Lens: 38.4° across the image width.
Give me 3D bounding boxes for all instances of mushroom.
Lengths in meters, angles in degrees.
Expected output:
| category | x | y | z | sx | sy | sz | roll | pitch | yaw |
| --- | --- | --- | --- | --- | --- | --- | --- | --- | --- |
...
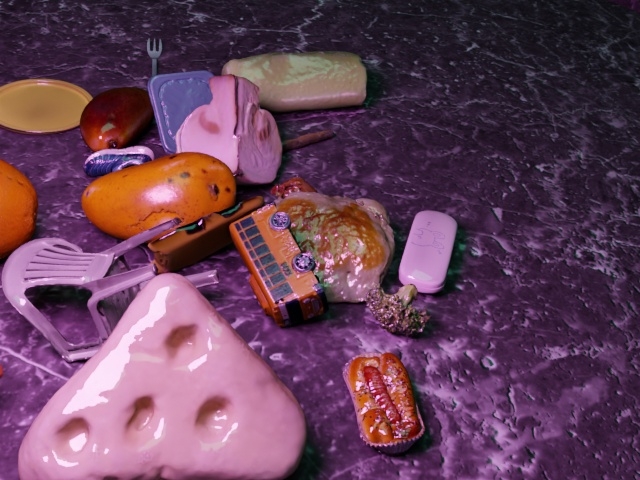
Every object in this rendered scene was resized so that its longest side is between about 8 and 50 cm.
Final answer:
| category | x | y | z | sx | sy | sz | roll | pitch | yaw |
| --- | --- | --- | --- | --- | --- | --- | --- | --- | --- |
| mushroom | -0.188 | -0.205 | 1.906 | 0.162 | 0.173 | 0.236 | -10 | 71 | 24 |

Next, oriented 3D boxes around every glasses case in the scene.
| category | x | y | z | sx | sy | sz | roll | pitch | yaw |
| --- | --- | --- | --- | --- | --- | --- | --- | --- | --- |
| glasses case | 0.207 | 0.018 | 1.756 | 0.092 | 0.059 | 0.233 | 16 | 38 | 7 |

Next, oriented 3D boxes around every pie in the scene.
| category | x | y | z | sx | sy | sz | roll | pitch | yaw |
| --- | --- | --- | --- | --- | --- | --- | --- | --- | --- |
| pie | -0.001 | 0.007 | 1.710 | 0.274 | 0.105 | 0.257 | 18 | 52 | 16 |

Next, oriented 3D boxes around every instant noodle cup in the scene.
| category | x | y | z | sx | sy | sz | roll | pitch | yaw |
| --- | --- | --- | --- | --- | --- | --- | --- | --- | --- |
| instant noodle cup | -0.286 | -0.266 | 1.965 | 0.157 | 0.070 | 0.179 | -12 | 83 | -27 |

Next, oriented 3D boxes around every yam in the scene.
| category | x | y | z | sx | sy | sz | roll | pitch | yaw |
| --- | --- | --- | --- | --- | --- | --- | --- | --- | --- |
| yam | -0.063 | -0.211 | 2.026 | 0.234 | 0.027 | 0.029 | -22 | 37 | -34 |

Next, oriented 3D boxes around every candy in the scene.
| category | x | y | z | sx | sy | sz | roll | pitch | yaw |
| --- | --- | --- | --- | --- | --- | --- | --- | --- | --- |
| candy | -0.058 | -0.366 | 2.161 | 0.343 | 0.132 | 0.142 | -4 | 81 | -14 |

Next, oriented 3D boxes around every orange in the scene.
| category | x | y | z | sx | sy | sz | roll | pitch | yaw |
| --- | --- | --- | --- | --- | --- | --- | --- | --- | --- |
| orange | -0.588 | -0.054 | 1.578 | 0.206 | 0.206 | 0.206 | 6 | 37 | -4 |

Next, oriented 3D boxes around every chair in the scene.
| category | x | y | z | sx | sy | sz | roll | pitch | yaw |
| --- | --- | --- | --- | --- | --- | --- | --- | --- | --- |
| chair | -0.338 | 0.072 | 1.475 | 0.274 | 0.190 | 0.203 | -14 | 32 | 17 |

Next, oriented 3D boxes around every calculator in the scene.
| category | x | y | z | sx | sy | sz | roll | pitch | yaw |
| --- | --- | --- | --- | --- | --- | --- | --- | --- | --- |
| calculator | -0.194 | -0.010 | 1.627 | 0.236 | 0.157 | 0.033 | -27 | 75 | -19 |

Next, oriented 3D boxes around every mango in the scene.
| category | x | y | z | sx | sy | sz | roll | pitch | yaw |
| --- | --- | --- | --- | --- | --- | --- | --- | --- | --- |
| mango | -0.299 | -0.074 | 1.680 | 0.290 | 0.160 | 0.191 | -6 | 22 | 5 |
| mango | -0.430 | -0.263 | 1.950 | 0.133 | 0.111 | 0.267 | -1 | 28 | 13 |

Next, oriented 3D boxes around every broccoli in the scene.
| category | x | y | z | sx | sy | sz | roll | pitch | yaw |
| --- | --- | --- | --- | --- | --- | --- | --- | --- | --- |
| broccoli | 0.132 | 0.114 | 1.588 | 0.097 | 0.095 | 0.092 | 16 | 65 | 40 |

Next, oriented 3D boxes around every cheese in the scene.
| category | x | y | z | sx | sy | sz | roll | pitch | yaw |
| --- | --- | --- | --- | --- | --- | --- | --- | --- | --- |
| cheese | -0.200 | 0.266 | 1.276 | 0.328 | 0.129 | 0.351 | 38 | 71 | -2 |

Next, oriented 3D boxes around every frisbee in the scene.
| category | x | y | z | sx | sy | sz | roll | pitch | yaw |
| --- | --- | --- | --- | --- | --- | --- | --- | --- | --- |
| frisbee | -0.617 | -0.295 | 2.027 | 0.236 | 0.017 | 0.236 | 6 | 37 | -5 |

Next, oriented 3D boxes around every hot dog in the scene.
| category | x | y | z | sx | sy | sz | roll | pitch | yaw |
| --- | --- | --- | --- | --- | --- | --- | --- | --- | --- |
| hot dog | 0.100 | 0.249 | 1.436 | 0.108 | 0.059 | 0.191 | -4 | 41 | -10 |

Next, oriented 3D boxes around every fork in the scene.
| category | x | y | z | sx | sy | sz | roll | pitch | yaw |
| --- | --- | --- | --- | --- | --- | --- | --- | --- | --- |
| fork | -0.408 | -0.432 | 2.251 | 0.039 | 0.021 | 0.235 | -2 | 40 | -8 |

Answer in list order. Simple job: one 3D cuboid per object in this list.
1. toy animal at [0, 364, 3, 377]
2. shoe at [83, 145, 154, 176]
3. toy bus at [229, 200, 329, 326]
| category | x | y | z | sx | sy | sz | roll | pitch | yaw |
| --- | --- | --- | --- | --- | --- | --- | --- | --- | --- |
| toy animal | -0.594 | 0.135 | 1.361 | 0.169 | 0.195 | 0.281 | -42 | 54 | 2 |
| shoe | -0.403 | -0.147 | 1.849 | 0.143 | 0.064 | 0.071 | -7 | 58 | -12 |
| toy bus | -0.072 | 0.046 | 1.580 | 0.114 | 0.098 | 0.201 | -26 | 61 | -8 |
